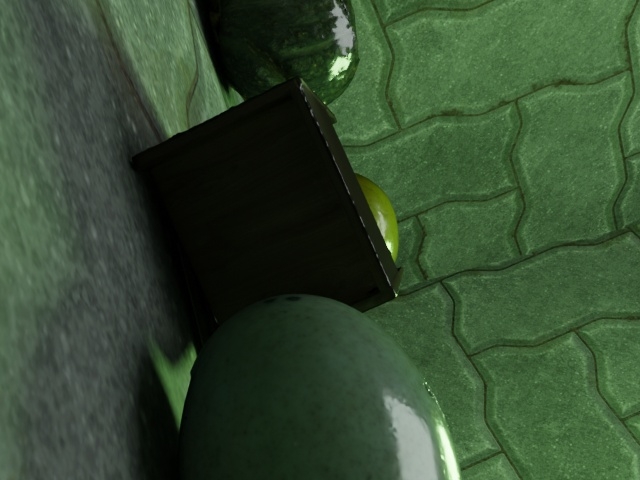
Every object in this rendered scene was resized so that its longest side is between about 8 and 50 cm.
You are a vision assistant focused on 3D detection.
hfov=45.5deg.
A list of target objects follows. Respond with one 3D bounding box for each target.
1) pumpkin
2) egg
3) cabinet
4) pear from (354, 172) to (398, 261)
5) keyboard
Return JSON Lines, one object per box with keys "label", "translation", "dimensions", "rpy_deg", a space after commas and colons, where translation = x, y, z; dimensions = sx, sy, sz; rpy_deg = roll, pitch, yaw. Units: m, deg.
{"label": "pumpkin", "translation": [-0.068, -0.383, 1.354], "dimensions": [0.291, 0.257, 0.327], "rpy_deg": [-155, -123, -77]}
{"label": "egg", "translation": [0.000, 0.147, 0.463], "dimensions": [0.169, 0.169, 0.236], "rpy_deg": [70, 6, -69]}
{"label": "cabinet", "translation": [-0.031, -0.012, 0.649], "dimensions": [0.215, 0.148, 0.175], "rpy_deg": [-19, 84, -81]}
{"label": "pear", "translation": [0.000, 0.000, 1.066], "dimensions": [0.269, 0.212, 0.212], "rpy_deg": [149, -74, -84]}
{"label": "keyboard", "translation": [-0.097, 0.066, 0.635], "dimensions": [0.049, 0.015, 0.129], "rpy_deg": [16, 59, -82]}
